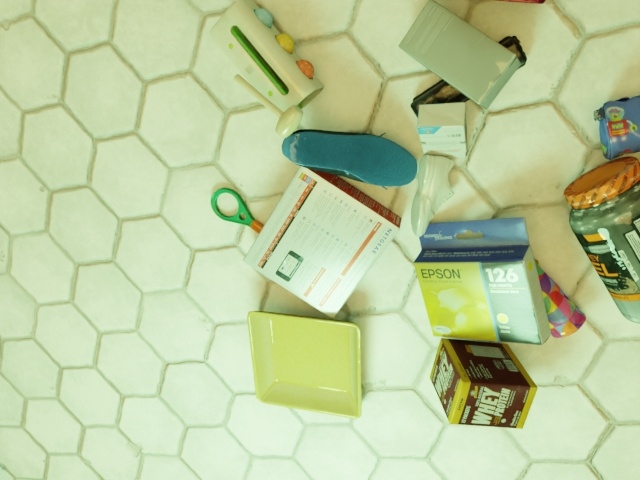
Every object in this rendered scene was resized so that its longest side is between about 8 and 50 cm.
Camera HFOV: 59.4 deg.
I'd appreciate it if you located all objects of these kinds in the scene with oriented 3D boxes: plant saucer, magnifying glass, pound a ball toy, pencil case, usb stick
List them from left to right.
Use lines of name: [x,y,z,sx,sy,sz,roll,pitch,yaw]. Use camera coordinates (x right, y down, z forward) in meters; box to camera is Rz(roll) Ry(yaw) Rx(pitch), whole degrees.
magnifying glass: [-0.213,-0.064,1.599,0.231,0.026,0.092,37,115,4]
pound a ball toy: [-0.115,-0.419,1.340,0.135,0.208,0.319,-39,94,25]
plant saucer: [-0.035,0.347,1.646,0.332,0.081,0.333,5,116,16]
usb stick: [0.343,-0.370,1.308,0.278,0.045,0.077,-30,102,24]
pencil case: [0.551,0.131,1.395,0.104,0.104,0.236,-38,95,25]
pencil case: [0.744,-0.268,1.183,0.306,0.119,0.133,-12,76,21]

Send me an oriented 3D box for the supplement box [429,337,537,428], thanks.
supplement box: [0.409,0.363,1.436,0.194,0.191,0.129,7,112,-8]

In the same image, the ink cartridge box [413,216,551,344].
ink cartridge box: [0.384,0.104,1.392,0.303,0.072,0.307,-4,113,45]

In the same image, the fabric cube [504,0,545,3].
fabric cube: [0.345,-0.623,1.102,0.254,0.259,0.258,10,110,14]

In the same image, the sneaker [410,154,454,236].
sneaker: [0.286,-0.106,1.404,0.094,0.080,0.212,3,114,-10]

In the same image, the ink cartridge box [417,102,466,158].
ink cartridge box: [0.291,-0.254,1.324,0.104,0.180,0.060,1,75,16]

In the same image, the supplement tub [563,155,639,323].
supplement tub: [0.697,-0.001,1.242,0.207,0.207,0.338,-30,98,24]

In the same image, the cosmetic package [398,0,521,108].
cosmetic package: [0.306,-0.410,1.238,0.238,0.107,0.127,43,111,15]

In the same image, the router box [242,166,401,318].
router box: [0.000,0.000,1.508,0.301,0.082,0.335,33,115,-3]

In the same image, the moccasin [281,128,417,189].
moccasin: [0.074,-0.222,1.396,0.342,0.117,0.138,15,100,-13]
